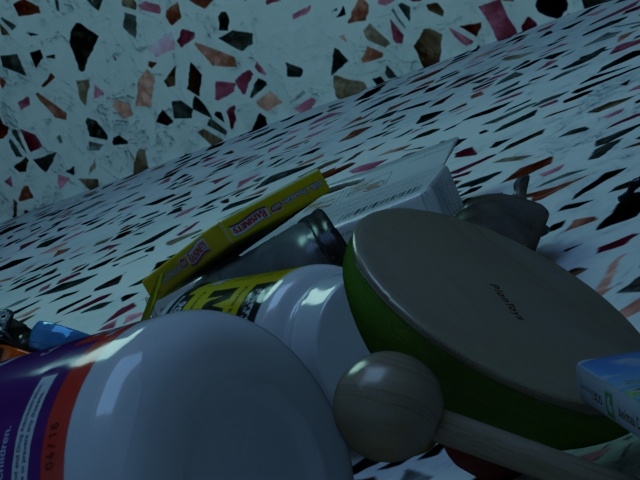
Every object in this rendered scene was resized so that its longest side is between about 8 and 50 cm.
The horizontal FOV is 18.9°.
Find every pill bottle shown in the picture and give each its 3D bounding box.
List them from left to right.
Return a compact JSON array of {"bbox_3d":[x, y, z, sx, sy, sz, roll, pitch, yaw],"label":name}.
[{"bbox_3d":[-0.151,0.151,1.012,0.323,0.181,0.181,-16,11,38],"label":"pill bottle"},{"bbox_3d":[-0.020,0.078,1.315,0.119,0.119,0.208,-29,10,-34],"label":"pill bottle"}]

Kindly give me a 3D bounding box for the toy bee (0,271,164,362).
[{"bbox_3d":[-0.162,0.101,1.288,0.195,0.298,0.162,-51,-15,-2],"label":"toy bee"}]

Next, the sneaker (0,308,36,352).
[{"bbox_3d":[-0.267,0.117,1.573,0.130,0.087,0.227,-41,19,-16],"label":"sneaker"}]

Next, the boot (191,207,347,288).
[{"bbox_3d":[-0.082,0.083,1.550,0.223,0.118,0.338,-29,-1,-14],"label":"boot"}]

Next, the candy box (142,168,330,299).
[{"bbox_3d":[-0.076,-0.002,1.648,0.105,0.027,0.206,-27,-3,-27],"label":"candy box"}]

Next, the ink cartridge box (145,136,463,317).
[{"bbox_3d":[0.000,0.000,1.909,0.296,0.066,0.261,-21,9,16],"label":"ink cartridge box"}]

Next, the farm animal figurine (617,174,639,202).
[{"bbox_3d":[0.379,-0.145,1.435,0.327,0.172,0.330,-20,9,19],"label":"farm animal figurine"}]

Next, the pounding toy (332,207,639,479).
[{"bbox_3d":[0.076,0.087,1.007,0.237,0.183,0.110,-82,18,-66],"label":"pounding toy"}]

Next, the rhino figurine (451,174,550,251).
[{"bbox_3d":[0.131,0.001,1.542,0.106,0.073,0.243,-25,7,19],"label":"rhino figurine"}]

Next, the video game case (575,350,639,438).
[{"bbox_3d":[0.241,0.063,0.858,0.212,0.023,0.193,-8,7,-7],"label":"video game case"}]
